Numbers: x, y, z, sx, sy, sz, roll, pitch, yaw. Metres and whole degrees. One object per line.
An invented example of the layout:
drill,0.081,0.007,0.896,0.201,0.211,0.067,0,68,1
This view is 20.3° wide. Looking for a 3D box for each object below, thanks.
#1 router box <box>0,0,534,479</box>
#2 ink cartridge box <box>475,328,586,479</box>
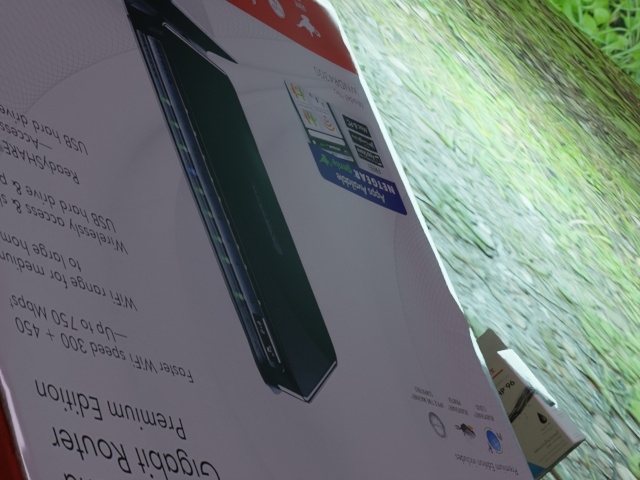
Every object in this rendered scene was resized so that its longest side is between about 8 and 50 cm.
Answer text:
router box,-0.059,0.003,0.616,0.335,0.082,0.301,23,40,-57
ink cartridge box,0.102,0.095,0.997,0.083,0.048,0.028,50,17,15
